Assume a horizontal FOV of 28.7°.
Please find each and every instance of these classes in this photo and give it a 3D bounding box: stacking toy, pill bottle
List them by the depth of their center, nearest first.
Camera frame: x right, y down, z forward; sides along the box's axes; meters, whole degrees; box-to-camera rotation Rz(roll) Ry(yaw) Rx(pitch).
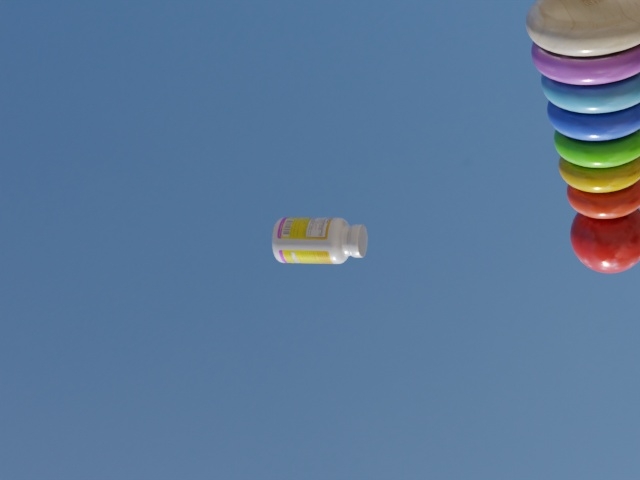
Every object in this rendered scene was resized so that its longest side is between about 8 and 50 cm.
[{"bbox_3d":[0.000,0.000,1.162,0.043,0.083,0.043,1,-90,-69],"label":"pill bottle"},{"bbox_3d":[0.310,-0.111,1.382,0.141,0.141,0.330,-42,-47,-39],"label":"stacking toy"}]
